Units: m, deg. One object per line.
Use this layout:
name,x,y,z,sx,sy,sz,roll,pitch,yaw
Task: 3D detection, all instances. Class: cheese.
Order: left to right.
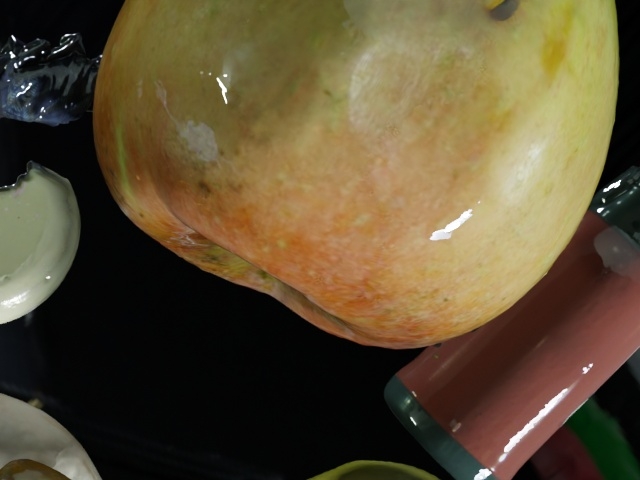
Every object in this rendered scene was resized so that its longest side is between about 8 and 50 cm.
cheese,-0.318,0.044,1.163,0.164,0.070,0.248,6,-116,-7

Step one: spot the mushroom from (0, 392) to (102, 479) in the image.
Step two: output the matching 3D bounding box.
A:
mushroom,-0.307,0.269,0.942,0.297,0.297,0.290,44,-163,-3

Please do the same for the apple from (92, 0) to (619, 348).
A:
apple,0.027,-0.104,0.803,0.339,0.305,0.338,25,171,4

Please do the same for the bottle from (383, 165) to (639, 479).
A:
bottle,0.222,0.075,1.137,0.144,0.336,0.144,46,-178,-2

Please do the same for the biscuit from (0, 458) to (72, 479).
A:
biscuit,-0.075,0.197,0.634,0.047,0.208,0.164,-40,-53,-45

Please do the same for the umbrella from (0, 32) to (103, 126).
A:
umbrella,-0.231,-0.098,0.842,0.224,0.080,0.071,-8,-122,-27

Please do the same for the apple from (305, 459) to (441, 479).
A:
apple,0.051,0.358,1.203,0.292,0.292,0.254,34,-164,-24
